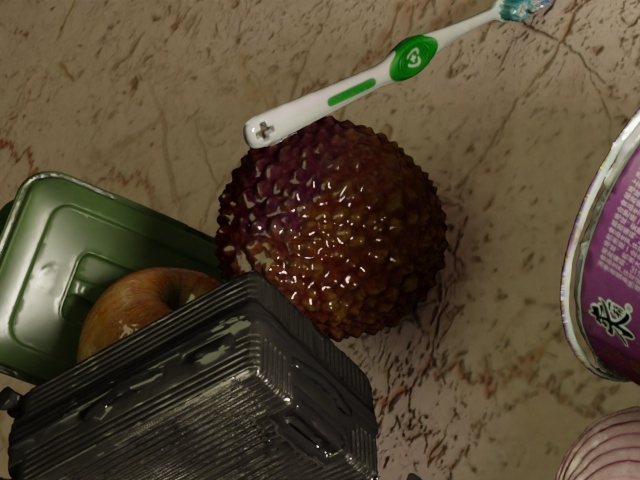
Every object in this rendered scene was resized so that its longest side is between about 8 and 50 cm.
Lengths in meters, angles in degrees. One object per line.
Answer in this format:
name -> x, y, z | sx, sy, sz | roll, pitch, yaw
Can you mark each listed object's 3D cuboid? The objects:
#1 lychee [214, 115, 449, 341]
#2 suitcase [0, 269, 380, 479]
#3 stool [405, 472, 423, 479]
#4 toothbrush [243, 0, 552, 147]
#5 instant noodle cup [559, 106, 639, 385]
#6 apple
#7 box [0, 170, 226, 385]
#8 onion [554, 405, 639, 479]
lychee -> 0.000, 0.000, 1.494 | 0.271, 0.271, 0.271 | -28, 48, 37
suitcase -> -0.133, 0.193, 1.411 | 0.335, 0.229, 0.152 | -29, 40, 20
stool -> 0.061, 0.298, 1.342 | 0.139, 0.153, 0.228 | -48, 39, 19
toothbrush -> 0.086, -0.192, 1.509 | 0.418, 0.042, 0.040 | -27, 30, -26
instant noodle cup -> 0.385, 0.032, 1.012 | 0.266, 0.340, 0.340 | 40, 100, 41
apple -> -0.170, 0.136, 1.596 | 0.211, 0.211, 0.188 | 61, 138, 49
box -> -0.279, 0.078, 1.761 | 0.178, 0.328, 0.253 | -1, 67, 59
onion -> 0.298, 0.260, 1.111 | 0.283, 0.120, 0.227 | 8, 72, 55
